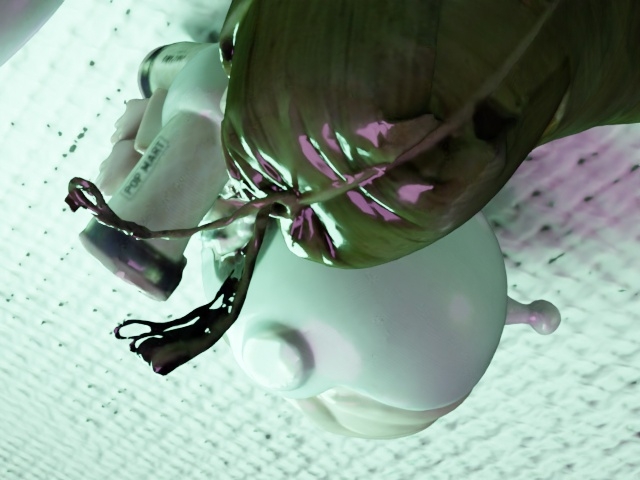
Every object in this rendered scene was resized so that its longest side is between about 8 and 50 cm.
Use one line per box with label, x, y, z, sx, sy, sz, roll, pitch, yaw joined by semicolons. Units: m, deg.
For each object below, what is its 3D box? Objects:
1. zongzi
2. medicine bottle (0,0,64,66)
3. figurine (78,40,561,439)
zongzi;0.096;-0.055;0.835;0.181;0.447;0.418;-21;133;36
medicine bottle;-0.344;-0.239;0.994;0.256;0.256;0.325;-16;123;43
figurine;-0.003;0.007;1.139;0.211;0.253;0.361;-15;131;42
